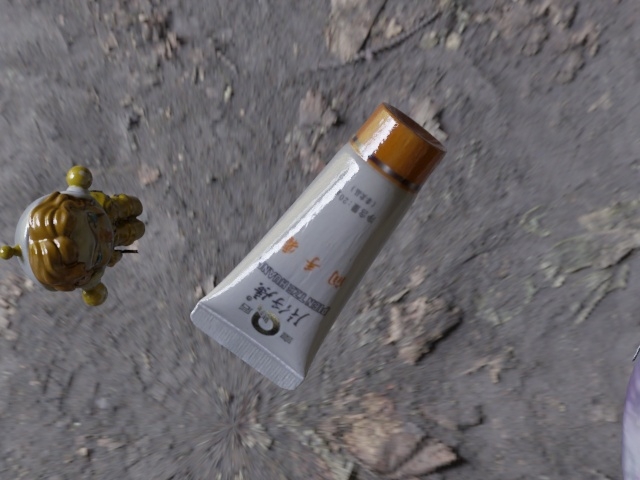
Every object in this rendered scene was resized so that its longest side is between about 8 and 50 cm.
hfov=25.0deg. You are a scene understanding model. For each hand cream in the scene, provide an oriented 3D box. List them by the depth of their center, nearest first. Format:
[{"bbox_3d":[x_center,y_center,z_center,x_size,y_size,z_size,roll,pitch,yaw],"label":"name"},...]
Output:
[{"bbox_3d":[0.000,0.000,1.499,0.139,0.089,0.314,34,105,-4],"label":"hand cream"}]

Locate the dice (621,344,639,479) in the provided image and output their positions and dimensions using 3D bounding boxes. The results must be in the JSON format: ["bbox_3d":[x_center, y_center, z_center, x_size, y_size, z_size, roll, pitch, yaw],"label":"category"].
[{"bbox_3d":[0.466,0.204,1.373,0.270,0.271,0.270,-10,114,-23],"label":"dice"}]

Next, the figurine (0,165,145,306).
[{"bbox_3d":[-0.183,-0.010,1.112,0.068,0.143,0.101,-2,124,24],"label":"figurine"}]
